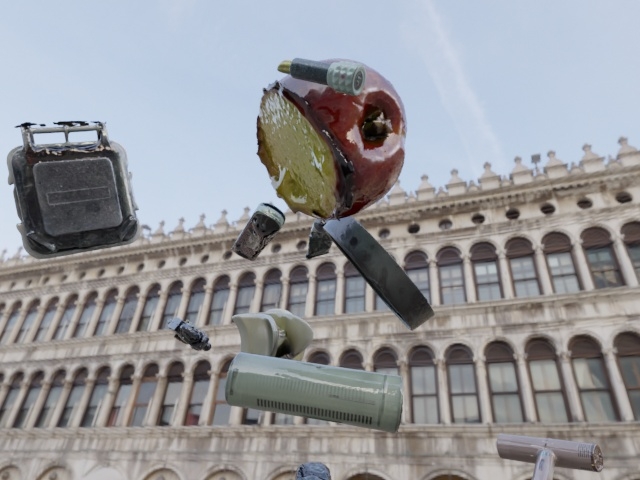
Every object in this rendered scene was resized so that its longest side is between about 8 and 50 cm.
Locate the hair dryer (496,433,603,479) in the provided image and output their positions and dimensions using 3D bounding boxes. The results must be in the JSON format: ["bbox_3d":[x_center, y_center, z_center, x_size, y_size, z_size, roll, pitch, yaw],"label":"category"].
[{"bbox_3d":[0.405,0.449,0.897,0.195,0.054,0.220,-15,1,45],"label":"hair dryer"}]

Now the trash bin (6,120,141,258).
[{"bbox_3d":[-0.619,-0.115,1.173,0.255,0.296,0.367,-13,5,-29],"label":"trash bin"}]

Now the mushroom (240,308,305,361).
[{"bbox_3d":[-0.170,0.340,1.574,0.246,0.246,0.202,-17,-44,28],"label":"mushroom"}]

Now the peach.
[{"bbox_3d":[0.022,-0.177,0.833,0.201,0.258,0.361,-28,8,-22],"label":"peach"}]

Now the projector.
[{"bbox_3d":[-0.010,0.294,0.914,0.337,0.108,0.108,6,-34,10],"label":"projector"}]

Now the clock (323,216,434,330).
[{"bbox_3d":[0.126,0.066,1.058,0.066,0.319,0.319,-40,-44,0],"label":"clock"}]

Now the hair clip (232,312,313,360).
[{"bbox_3d":[-0.148,0.290,1.393,0.113,0.173,0.282,7,-19,-38],"label":"hair clip"}]

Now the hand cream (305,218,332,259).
[{"bbox_3d":[0.000,0.000,1.374,0.075,0.052,0.248,8,-26,-1],"label":"hand cream"}]

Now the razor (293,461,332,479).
[{"bbox_3d":[-0.050,0.723,1.137,0.107,0.327,0.189,16,0,3],"label":"razor"}]

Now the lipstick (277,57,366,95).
[{"bbox_3d":[-0.003,-0.203,0.563,0.116,0.037,0.037,22,-27,26],"label":"lipstick"}]

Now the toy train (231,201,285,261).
[{"bbox_3d":[-0.091,-0.012,0.688,0.043,0.047,0.207,31,-22,-9],"label":"toy train"}]

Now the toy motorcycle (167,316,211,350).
[{"bbox_3d":[-0.359,0.264,1.302,0.124,0.061,0.193,45,-24,-22],"label":"toy motorcycle"}]
